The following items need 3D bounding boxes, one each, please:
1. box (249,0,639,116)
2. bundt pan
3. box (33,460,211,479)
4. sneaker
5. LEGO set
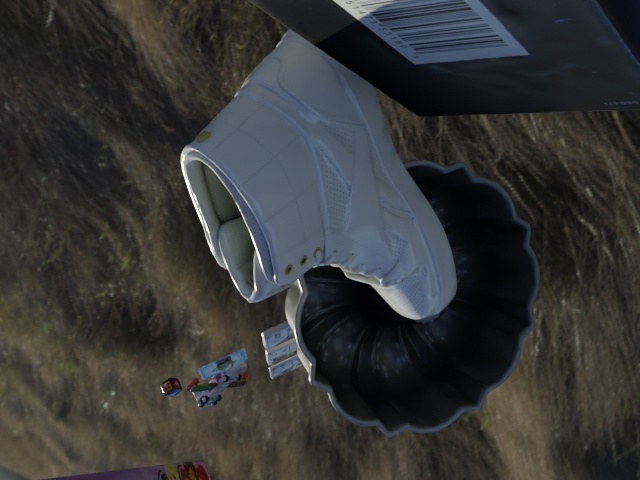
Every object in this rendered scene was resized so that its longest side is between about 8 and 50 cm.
[{"bbox_3d":[0.077,-0.253,0.371,0.182,0.294,0.296,6,172,39],"label":"box"},{"bbox_3d":[0.100,0.062,0.898,0.331,0.331,0.124,43,170,-22],"label":"bundt pan"},{"bbox_3d":[-0.082,0.212,0.338,0.293,0.057,0.201,63,-179,-74],"label":"box"},{"bbox_3d":[0.000,0.000,0.577,0.108,0.169,0.293,12,144,46],"label":"sneaker"},{"bbox_3d":[-0.134,0.194,1.169,0.060,0.244,0.182,59,165,28],"label":"LEGO set"}]
